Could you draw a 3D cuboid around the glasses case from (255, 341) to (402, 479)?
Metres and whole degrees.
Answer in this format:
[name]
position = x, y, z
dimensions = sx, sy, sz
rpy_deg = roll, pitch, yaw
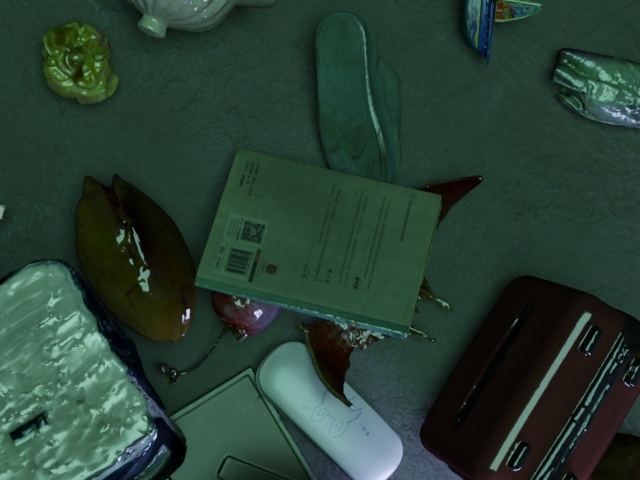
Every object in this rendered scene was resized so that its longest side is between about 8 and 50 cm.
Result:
[glasses case]
position = 0.013, 0.233, 1.903
dimensions = 0.233, 0.059, 0.092
rpy_deg = 46, 78, -7

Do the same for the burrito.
[burrito]
position = 0.463, -0.197, 1.980
dimensions = 0.309, 0.066, 0.096
rpy_deg = 13, 83, -11

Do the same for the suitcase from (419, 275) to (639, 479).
[suitcase]
position = 0.285, 0.203, 1.870
dimensions = 0.161, 0.236, 0.297
rpy_deg = 33, 85, -20

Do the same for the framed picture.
[framed picture]
position = -0.109, 0.320, 1.905
dimensions = 0.184, 0.016, 0.250
rpy_deg = -32, 97, -9

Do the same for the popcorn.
[popcorn]
position = -0.312, -0.226, 1.828
dimensions = 0.097, 0.089, 0.109
rpy_deg = -28, 99, 2

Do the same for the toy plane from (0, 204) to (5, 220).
[toy plane]
position = -0.477, 0.045, 1.783
dimensions = 0.244, 0.117, 0.245
rpy_deg = 0, 91, -12

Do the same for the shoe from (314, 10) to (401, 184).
[shoe]
position = 0.057, -0.188, 1.898
dimensions = 0.103, 0.100, 0.251
rpy_deg = -1, 110, 30

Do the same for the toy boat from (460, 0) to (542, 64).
[toy boat]
position = 0.247, -0.325, 1.924
dimensions = 0.110, 0.091, 0.175
rpy_deg = 6, 94, 6

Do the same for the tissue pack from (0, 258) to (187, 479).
[tissue pack]
position = -0.319, 0.212, 1.651
dimensions = 0.264, 0.416, 0.253
rpy_deg = -34, 78, -7

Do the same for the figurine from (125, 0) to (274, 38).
[figurine]
position = -0.175, -0.425, 1.820
dimensions = 0.204, 0.185, 0.332
rpy_deg = -14, 73, 22

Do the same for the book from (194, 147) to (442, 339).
[book]
position = 0.000, 0.000, 1.830
dimensions = 0.282, 0.025, 0.215
rpy_deg = 16, 65, 4

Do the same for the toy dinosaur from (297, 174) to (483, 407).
[toy dinosaur]
position = 0.101, 0.052, 1.887
dimensions = 0.327, 0.113, 0.206
rpy_deg = -31, 95, -16

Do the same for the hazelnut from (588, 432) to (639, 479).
[hazelnut]
position = 0.403, 0.366, 1.919
dimensions = 0.234, 0.218, 0.218
rpy_deg = 7, 89, -11

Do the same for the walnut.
[walnut]
position = -0.239, 0.023, 1.822
dimensions = 0.137, 0.137, 0.245
rpy_deg = -30, 95, -9

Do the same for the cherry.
[cherry]
position = -0.125, 0.103, 1.856
dimensions = 0.225, 0.107, 0.090
rpy_deg = -44, 78, -5
